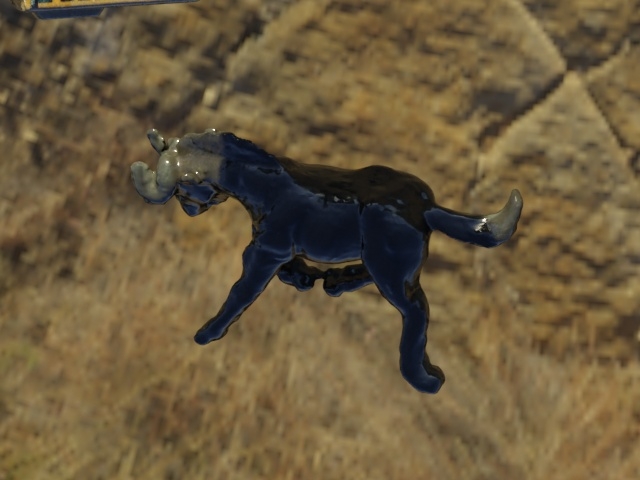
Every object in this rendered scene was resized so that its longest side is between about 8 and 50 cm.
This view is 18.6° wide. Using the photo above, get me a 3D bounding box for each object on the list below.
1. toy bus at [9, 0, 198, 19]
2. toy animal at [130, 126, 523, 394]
[{"bbox_3d":[-0.207,-0.261,1.817,0.182,0.091,0.103,-6,106,-21],"label":"toy bus"},{"bbox_3d":[0.000,0.000,1.170,0.233,0.084,0.148,11,136,12],"label":"toy animal"}]
